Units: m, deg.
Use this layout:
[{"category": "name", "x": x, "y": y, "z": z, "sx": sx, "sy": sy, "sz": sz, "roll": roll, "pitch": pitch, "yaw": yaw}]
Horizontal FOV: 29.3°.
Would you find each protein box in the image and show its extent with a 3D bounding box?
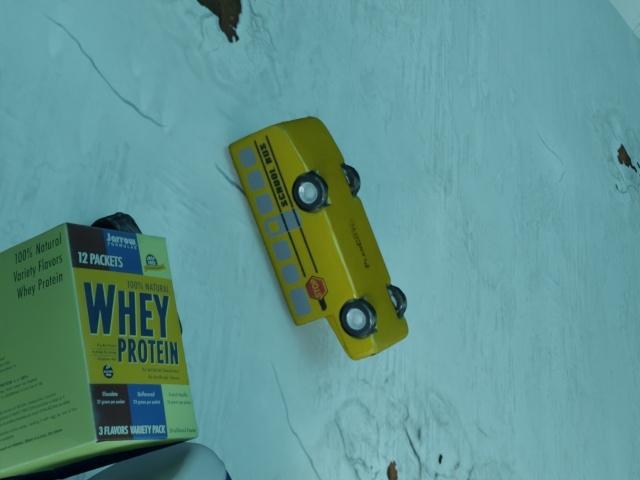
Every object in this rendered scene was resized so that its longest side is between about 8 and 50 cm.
[{"category": "protein box", "x": -0.247, "y": 0.114, "z": 1.177, "sx": 0.136, "sy": 0.199, "sz": 0.201, "roll": 10, "pitch": 64, "yaw": -53}]

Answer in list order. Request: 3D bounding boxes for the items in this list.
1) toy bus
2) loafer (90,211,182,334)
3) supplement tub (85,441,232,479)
[{"category": "toy bus", "x": 0.000, "y": 0.000, "z": 1.664, "sx": 0.108, "sy": 0.130, "sz": 0.333, "roll": -20, "pitch": 90, "yaw": -58}, {"category": "loafer", "x": -0.201, "y": 0.043, "z": 1.415, "sx": 0.170, "sy": 0.062, "sz": 0.061, "roll": 65, "pitch": 28, "yaw": -8}, {"category": "supplement tub", "x": -0.132, "y": 0.379, "z": 1.172, "sx": 0.316, "sy": 0.228, "sz": 0.228, "roll": 63, "pitch": 33, "yaw": -10}]
